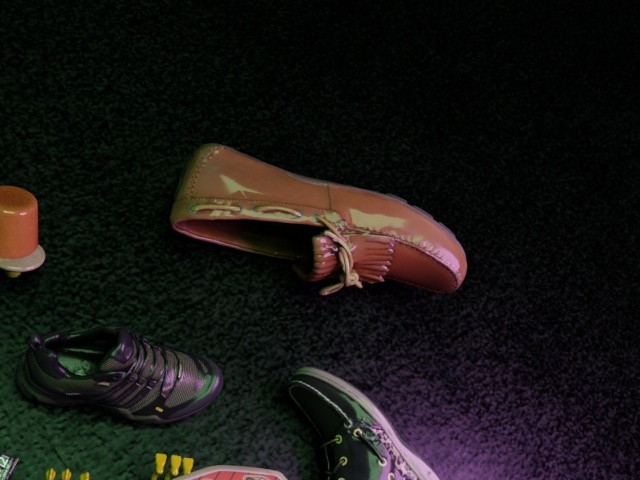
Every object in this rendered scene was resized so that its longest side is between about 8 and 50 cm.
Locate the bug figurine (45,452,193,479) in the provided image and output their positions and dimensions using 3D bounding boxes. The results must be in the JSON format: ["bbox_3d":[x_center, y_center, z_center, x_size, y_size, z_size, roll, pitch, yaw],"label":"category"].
[{"bbox_3d":[-0.208,0.347,0.936,0.216,0.072,0.279,19,52,-22],"label":"bug figurine"}]

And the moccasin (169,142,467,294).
[{"bbox_3d":[0.001,-0.001,1.180,0.379,0.139,0.147,20,58,-13],"label":"moccasin"}]

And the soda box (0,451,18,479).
[{"bbox_3d":[-0.359,0.283,0.914,0.060,0.053,0.169,25,56,-10],"label":"soda box"}]

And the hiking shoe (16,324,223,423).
[{"bbox_3d":[-0.208,0.143,1.021,0.226,0.114,0.086,7,62,-21],"label":"hiking shoe"}]

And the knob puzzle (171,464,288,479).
[{"bbox_3d":[-0.067,0.286,0.958,0.213,0.030,0.213,21,24,-10],"label":"knob puzzle"}]

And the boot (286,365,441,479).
[{"bbox_3d":[0.016,0.275,1.071,0.236,0.085,0.178,45,57,3],"label":"boot"}]

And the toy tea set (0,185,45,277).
[{"bbox_3d":[-0.468,0.008,1.002,0.335,0.124,0.200,10,30,-16],"label":"toy tea set"}]
